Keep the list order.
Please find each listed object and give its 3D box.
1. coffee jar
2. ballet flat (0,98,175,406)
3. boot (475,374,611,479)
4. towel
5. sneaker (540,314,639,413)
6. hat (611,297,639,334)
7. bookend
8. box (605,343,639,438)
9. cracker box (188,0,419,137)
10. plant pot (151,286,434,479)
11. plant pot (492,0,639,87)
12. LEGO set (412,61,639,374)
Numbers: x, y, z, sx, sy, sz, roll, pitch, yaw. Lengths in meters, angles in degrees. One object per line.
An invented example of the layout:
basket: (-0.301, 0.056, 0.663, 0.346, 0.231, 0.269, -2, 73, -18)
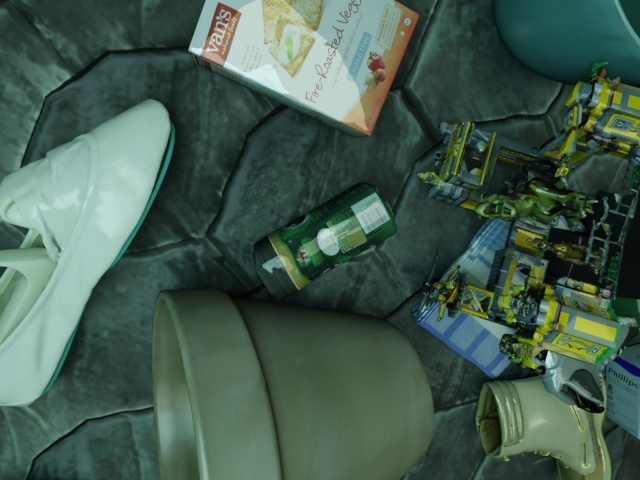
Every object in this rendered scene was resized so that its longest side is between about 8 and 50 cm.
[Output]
coffee jar: (0.000, 0.000, 0.537, 0.184, 0.096, 0.079, -30, 103, -4)
ballet flat: (-0.297, 0.012, 0.444, 0.139, 0.139, 0.400, 29, 97, -16)
boot: (0.366, 0.339, 0.687, 0.203, 0.095, 0.262, -9, 102, -11)
towel: (0.297, 0.063, 0.648, 0.209, 0.034, 0.285, 37, 94, -19)
sneaker: (0.415, 0.192, 0.636, 0.228, 0.086, 0.132, -2, 68, -20)
hat: (0.563, 0.032, 0.701, 0.172, 0.184, 0.209, 21, 140, -4)
bookend: (0.398, -0.006, 0.597, 0.157, 0.072, 0.156, 7, 103, -15)
box: (0.586, 0.258, 0.730, 0.126, 0.072, 0.137, -10, 104, -10)
cracker box: (-0.019, -0.243, 0.497, 0.232, 0.067, 0.156, 20, 96, -15)
plant pot: (-0.033, 0.202, 0.486, 0.280, 0.323, 0.324, -4, 103, -27)
plant pot: (0.346, -0.317, 0.472, 0.292, 0.235, 0.293, -3, 103, -12)
LEGO set: (0.204, -0.032, 0.480, 0.192, 0.255, 0.332, 17, 91, 3)
